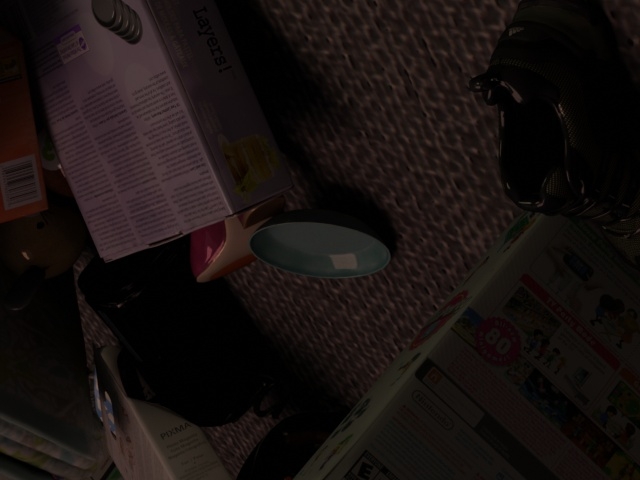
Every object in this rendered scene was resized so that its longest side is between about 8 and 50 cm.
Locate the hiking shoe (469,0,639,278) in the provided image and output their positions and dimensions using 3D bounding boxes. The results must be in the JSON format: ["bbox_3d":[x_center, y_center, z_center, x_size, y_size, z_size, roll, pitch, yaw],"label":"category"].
[{"bbox_3d":[0.164,-0.045,1.227,0.086,0.114,0.227,3,134,51],"label":"hiking shoe"}]

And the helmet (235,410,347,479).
[{"bbox_3d":[-0.012,0.264,1.844,0.169,0.169,0.161,32,141,18],"label":"helmet"}]

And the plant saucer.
[{"bbox_3d":[0.000,0.000,1.563,0.119,0.021,0.119,5,157,2],"label":"plant saucer"}]

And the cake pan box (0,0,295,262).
[{"bbox_3d":[-0.152,-0.118,1.509,0.267,0.070,0.245,-19,94,59],"label":"cake pan box"}]

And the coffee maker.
[{"bbox_3d":[-0.129,0.082,1.818,0.171,0.120,0.178,-9,127,35],"label":"coffee maker"}]

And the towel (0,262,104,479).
[{"bbox_3d":[-0.363,0.048,1.769,0.090,0.320,0.374,-34,138,21],"label":"towel"}]

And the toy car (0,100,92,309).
[{"bbox_3d":[-0.257,-0.023,1.728,0.155,0.188,0.149,28,150,26],"label":"toy car"}]

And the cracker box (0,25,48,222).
[{"bbox_3d":[-0.318,-0.125,1.645,0.232,0.067,0.155,35,137,53],"label":"cracker box"}]

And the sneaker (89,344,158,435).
[{"bbox_3d":[-0.190,0.208,2.113,0.086,0.085,0.237,-8,126,23],"label":"sneaker"}]

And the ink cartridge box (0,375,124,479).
[{"bbox_3d":[-0.324,0.270,2.228,0.278,0.201,0.117,51,152,-17],"label":"ink cartridge box"}]

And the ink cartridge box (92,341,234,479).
[{"bbox_3d":[-0.145,0.225,1.822,0.189,0.066,0.232,91,155,-48],"label":"ink cartridge box"}]

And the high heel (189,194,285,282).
[{"bbox_3d":[-0.091,-0.043,1.628,0.117,0.082,0.244,62,167,11],"label":"high heel"}]

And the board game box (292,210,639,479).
[{"bbox_3d":[0.152,0.143,1.308,0.224,0.303,0.097,44,153,-3],"label":"board game box"}]
